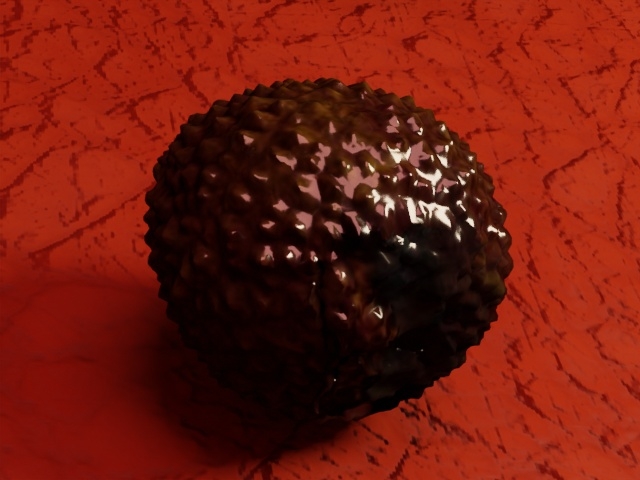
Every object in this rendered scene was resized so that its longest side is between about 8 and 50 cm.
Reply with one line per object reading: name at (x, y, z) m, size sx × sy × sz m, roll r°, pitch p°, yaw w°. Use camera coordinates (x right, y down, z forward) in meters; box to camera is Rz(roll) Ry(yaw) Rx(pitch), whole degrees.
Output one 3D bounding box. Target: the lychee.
lychee at (0.000, 0.000, 0.860) m, size 0.188 × 0.188 × 0.188 m, roll 11°, pitch 33°, yaw -7°
